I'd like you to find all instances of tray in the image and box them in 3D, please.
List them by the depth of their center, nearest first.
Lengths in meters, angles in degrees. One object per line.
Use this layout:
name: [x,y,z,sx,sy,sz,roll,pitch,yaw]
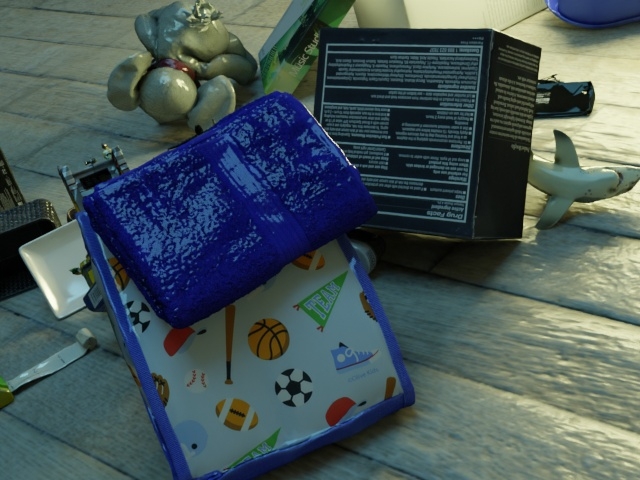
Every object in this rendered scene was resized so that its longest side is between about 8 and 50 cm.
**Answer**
tray: [-0.353,0.016,1.987,0.270,0.030,0.145,-28,75,-17]

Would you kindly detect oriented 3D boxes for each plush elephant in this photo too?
plush elephant: [-0.289,-0.340,2.420,0.255,0.272,0.330,-64,5,-6]

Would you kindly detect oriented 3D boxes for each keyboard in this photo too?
keyboard: [0.396,-0.249,2.096,0.192,0.038,0.100,2,59,28]

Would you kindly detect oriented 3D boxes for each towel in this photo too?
towel: [-0.111,-0.050,1.447,0.308,0.076,0.227,-32,64,-19]

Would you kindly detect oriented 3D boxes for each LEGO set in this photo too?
LEGO set: [-0.270,-0.065,1.876,0.331,0.255,0.192,-26,74,-8]

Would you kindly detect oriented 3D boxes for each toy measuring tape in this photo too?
toy measuring tape: [-0.497,0.190,1.754,0.330,0.121,0.121,-30,32,-20]

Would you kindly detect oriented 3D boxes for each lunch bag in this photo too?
lunch bag: [-0.098,0.111,1.536,0.328,0.239,0.385,-23,63,-11]

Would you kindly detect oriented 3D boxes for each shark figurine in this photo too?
shark figurine: [0.338,-0.125,1.819,0.278,0.116,0.166,42,100,16]

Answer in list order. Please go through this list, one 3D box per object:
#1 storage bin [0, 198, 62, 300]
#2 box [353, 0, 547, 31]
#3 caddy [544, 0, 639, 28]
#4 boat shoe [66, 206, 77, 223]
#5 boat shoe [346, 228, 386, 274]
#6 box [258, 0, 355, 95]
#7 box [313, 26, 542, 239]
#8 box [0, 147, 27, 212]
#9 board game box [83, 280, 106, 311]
storage bin: [-0.530,0.020,2.041,0.180,0.122,0.084,-20,31,-4]
box: [0.267,-0.513,2.448,0.345,0.168,0.215,-28,32,-18]
caddy: [0.603,-0.544,2.320,0.341,0.179,0.241,-11,53,10]
boat shoe: [-0.402,-0.035,2.114,0.073,0.073,0.207,-34,32,-23]
boat shoe: [0.000,0.000,1.841,0.228,0.080,0.076,8,33,35]
box: [-0.019,-0.460,2.435,0.322,0.058,0.232,-55,21,21]
box: [0.149,-0.158,1.764,0.296,0.294,0.183,8,3,34]
box: [-0.666,-0.114,2.273,0.147,0.180,0.077,-26,32,-12]
board game box: [-0.227,0.047,1.787,0.194,0.194,0.060,2,47,-46]
